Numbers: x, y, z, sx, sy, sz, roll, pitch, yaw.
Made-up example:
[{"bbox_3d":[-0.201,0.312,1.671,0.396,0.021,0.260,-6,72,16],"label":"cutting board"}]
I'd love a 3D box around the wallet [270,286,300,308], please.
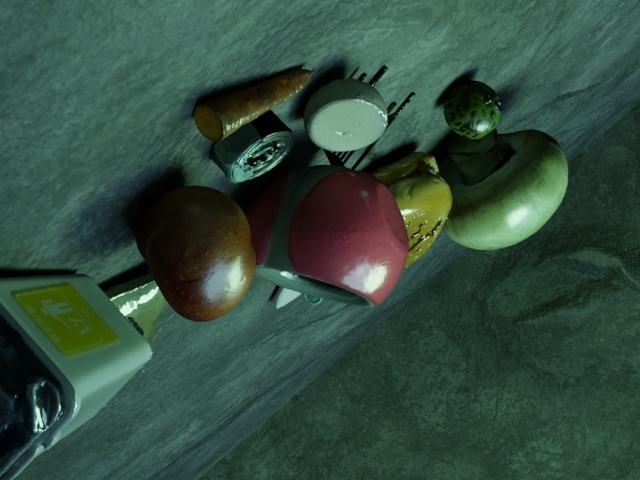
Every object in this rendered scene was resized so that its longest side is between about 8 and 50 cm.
[{"bbox_3d":[-0.057,0.092,2.384,0.095,0.033,0.190,-30,161,-32],"label":"wallet"}]

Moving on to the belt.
[{"bbox_3d":[-0.099,-0.140,1.542,0.140,0.058,0.105,-28,158,-39],"label":"belt"}]

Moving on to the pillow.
[{"bbox_3d":[-0.347,0.159,1.756,0.185,0.075,0.302,-27,159,-38],"label":"pillow"}]

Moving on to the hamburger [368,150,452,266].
[{"bbox_3d":[0.138,-0.046,2.228,0.284,0.174,0.304,-20,150,-26],"label":"hamburger"}]

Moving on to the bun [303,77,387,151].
[{"bbox_3d":[0.037,-0.213,1.627,0.138,0.094,0.138,-5,149,-3],"label":"bun"}]

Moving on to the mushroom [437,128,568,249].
[{"bbox_3d":[0.414,-0.137,2.392,0.352,0.260,0.352,-24,-153,13],"label":"mushroom"}]

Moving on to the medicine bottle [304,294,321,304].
[{"bbox_3d":[0.011,0.085,2.364,0.090,0.053,0.208,-61,178,28],"label":"medicine bottle"}]

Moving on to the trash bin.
[{"bbox_3d":[-0.420,0.191,1.377,0.296,0.256,0.367,-47,173,14],"label":"trash bin"}]

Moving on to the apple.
[{"bbox_3d":[-0.177,0.014,1.514,0.162,0.201,0.201,-31,165,-6],"label":"apple"}]

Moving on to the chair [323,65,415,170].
[{"bbox_3d":[0.058,-0.190,1.744,0.212,0.084,0.101,-50,170,32],"label":"chair"}]

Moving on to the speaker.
[{"bbox_3d":[0.000,0.000,1.782,0.294,0.294,0.294,-38,165,-12],"label":"speaker"}]

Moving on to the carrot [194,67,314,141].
[{"bbox_3d":[-0.084,-0.201,1.439,0.224,0.057,0.057,-34,165,-43],"label":"carrot"}]

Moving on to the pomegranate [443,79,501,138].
[{"bbox_3d":[0.305,-0.269,2.115,0.122,0.122,0.161,-36,-168,-18],"label":"pomegranate"}]
